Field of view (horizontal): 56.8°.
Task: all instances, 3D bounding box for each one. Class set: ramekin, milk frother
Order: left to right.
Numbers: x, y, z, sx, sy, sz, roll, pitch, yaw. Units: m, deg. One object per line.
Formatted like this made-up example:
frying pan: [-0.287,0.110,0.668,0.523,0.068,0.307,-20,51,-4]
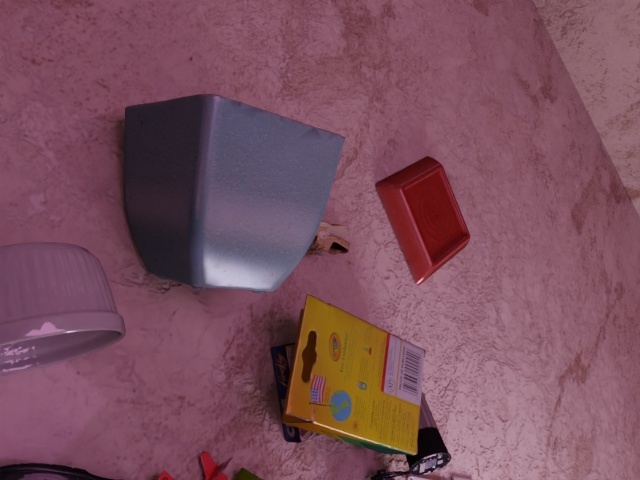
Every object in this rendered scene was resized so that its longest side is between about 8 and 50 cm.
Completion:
ramekin: [-0.339,0.081,0.679,0.207,0.207,0.109,-2,70,-45]
milk frother: [0.156,0.388,1.150,0.143,0.129,0.135,0,43,-20]

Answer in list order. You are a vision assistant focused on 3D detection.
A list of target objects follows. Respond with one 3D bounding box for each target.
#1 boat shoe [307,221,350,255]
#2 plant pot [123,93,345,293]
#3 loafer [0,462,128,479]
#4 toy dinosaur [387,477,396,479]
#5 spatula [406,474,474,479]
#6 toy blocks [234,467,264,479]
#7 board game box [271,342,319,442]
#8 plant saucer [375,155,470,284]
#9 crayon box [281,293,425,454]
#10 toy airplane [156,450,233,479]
boat shoe: [0.000,0.000,1.132,0.170,0.063,0.059,2,71,-45]
plant pot: [-0.146,-0.056,0.890,0.247,0.247,0.252,8,91,-43]
loafer: [-0.300,0.327,0.727,0.223,0.076,0.078,34,47,-37]
toy dinosaur: [0.114,0.562,1.038,0.160,0.121,0.314,30,53,-20]
spatula: [0.259,0.582,1.246,0.242,0.019,0.168,25,62,-38]
toy blocks: [0.051,0.491,0.849,0.261,0.381,0.191,44,69,-38]
board game box: [0.025,0.258,1.094,0.243,0.042,0.165,-2,79,-45]
plant saucer: [0.265,-0.060,1.424,0.259,0.047,0.259,-30,100,-46]
crayon box: [0.051,0.241,1.035,0.318,0.081,0.202,31,58,-36]
toy airplane: [-0.182,0.374,0.864,0.151,0.028,0.151,15,69,-43]
